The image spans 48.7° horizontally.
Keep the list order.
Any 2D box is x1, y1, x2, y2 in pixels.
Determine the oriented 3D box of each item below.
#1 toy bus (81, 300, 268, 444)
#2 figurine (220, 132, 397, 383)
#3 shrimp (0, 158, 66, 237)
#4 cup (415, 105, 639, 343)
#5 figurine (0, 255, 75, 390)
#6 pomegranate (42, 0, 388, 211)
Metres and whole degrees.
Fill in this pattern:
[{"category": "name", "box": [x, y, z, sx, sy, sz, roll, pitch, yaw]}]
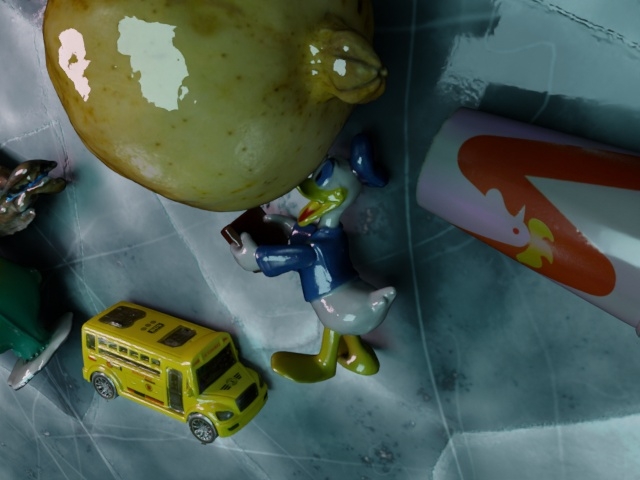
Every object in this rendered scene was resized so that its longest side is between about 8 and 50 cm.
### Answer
[{"category": "toy bus", "box": [-0.255, 0.219, 1.237, 0.330, 0.144, 0.152, 14, 118, 25]}, {"category": "figurine", "box": [0.000, 0.000, 1.006, 0.284, 0.205, 0.338, 29, 112, 23]}, {"category": "shrimp", "box": [-0.635, -0.103, 1.333, 0.446, 0.110, 0.221, -3, 103, 35]}, {"category": "cup", "box": [0.266, -0.040, 0.801, 0.289, 0.203, 0.203, 27, 124, 24]}, {"category": "figurine", "box": [-0.654, 0.110, 1.325, 0.340, 0.231, 0.324, 44, 156, -25]}, {"category": "pomegranate", "box": [-0.100, -0.216, 0.800, 0.410, 0.410, 0.409, 13, 118, 24]}]
